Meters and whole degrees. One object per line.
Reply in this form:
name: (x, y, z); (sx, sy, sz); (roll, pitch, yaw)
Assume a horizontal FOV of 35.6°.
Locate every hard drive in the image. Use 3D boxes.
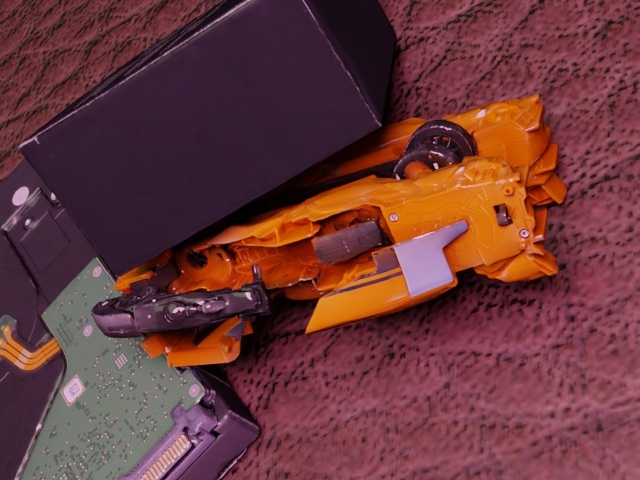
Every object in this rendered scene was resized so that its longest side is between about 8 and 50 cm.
hard drive: (-0.217, 0.109, 0.749); (0.237, 0.064, 0.339); (-47, 48, 2)

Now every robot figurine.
robot figurine: (0.000, 0.000, 0.619); (0.291, 0.085, 0.211); (-17, 19, 24)

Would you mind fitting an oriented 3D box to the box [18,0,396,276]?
box: (-0.054, -0.104, 0.655); (0.184, 0.103, 0.261); (-31, 16, 17)
